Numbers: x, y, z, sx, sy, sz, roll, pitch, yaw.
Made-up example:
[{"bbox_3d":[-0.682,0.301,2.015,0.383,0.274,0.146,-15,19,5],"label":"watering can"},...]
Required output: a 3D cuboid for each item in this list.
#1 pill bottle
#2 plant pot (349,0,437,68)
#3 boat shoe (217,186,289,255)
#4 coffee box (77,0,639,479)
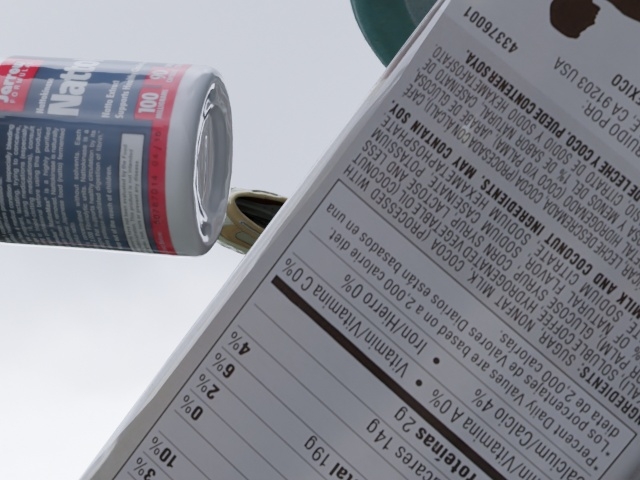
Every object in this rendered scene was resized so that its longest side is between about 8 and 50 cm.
[{"bbox_3d":[-0.146,-0.049,1.093,0.180,0.108,0.108,4,-28,10],"label":"pill bottle"},{"bbox_3d":[0.110,-0.201,1.031,0.271,0.255,0.272,2,-54,2],"label":"plant pot"},{"bbox_3d":[0.000,0.000,1.632,0.190,0.068,0.072,13,-17,-21],"label":"boat shoe"},{"bbox_3d":[0.066,0.018,0.558,0.297,0.119,0.168,-53,-16,14],"label":"coffee box"}]
